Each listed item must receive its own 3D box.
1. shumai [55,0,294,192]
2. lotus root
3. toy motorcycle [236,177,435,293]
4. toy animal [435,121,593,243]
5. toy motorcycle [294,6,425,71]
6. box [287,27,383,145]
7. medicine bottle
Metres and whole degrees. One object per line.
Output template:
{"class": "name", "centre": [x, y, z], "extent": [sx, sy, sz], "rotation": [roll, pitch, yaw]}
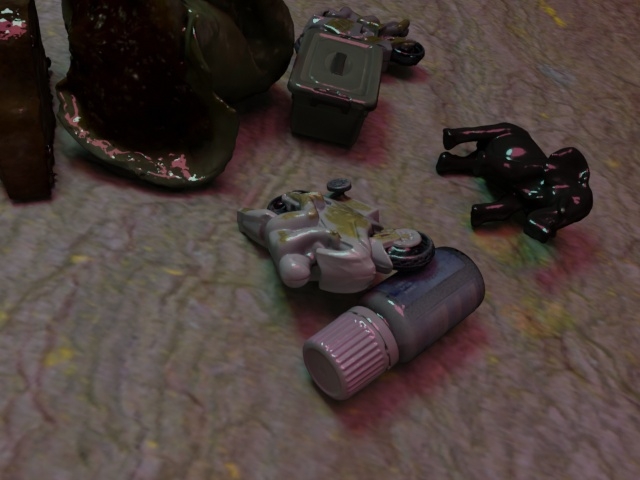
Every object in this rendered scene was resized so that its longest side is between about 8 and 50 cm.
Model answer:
{"class": "shumai", "centre": [-0.222, -0.225, 0.696], "extent": [0.330, 0.292, 0.288], "rotation": [19, 84, 12]}
{"class": "lotus root", "centre": [-0.354, -0.194, 0.642], "extent": [0.074, 0.170, 0.261], "rotation": [-6, 47, -23]}
{"class": "toy motorcycle", "centre": [0.000, 0.000, 0.592], "extent": [0.228, 0.074, 0.151], "rotation": [23, 42, 36]}
{"class": "toy animal", "centre": [0.258, -0.087, 0.728], "extent": [0.146, 0.114, 0.245], "rotation": [-3, 51, -16]}
{"class": "toy motorcycle", "centre": [0.055, -0.339, 0.923], "extent": [0.225, 0.073, 0.152], "rotation": [-6, 49, -18]}
{"class": "box", "centre": [0.019, -0.215, 0.793], "extent": [0.124, 0.093, 0.172], "rotation": [14, 48, -2]}
{"class": "medicine bottle", "centre": [0.077, 0.080, 0.561], "extent": [0.203, 0.083, 0.083], "rotation": [-27, 61, -33]}
